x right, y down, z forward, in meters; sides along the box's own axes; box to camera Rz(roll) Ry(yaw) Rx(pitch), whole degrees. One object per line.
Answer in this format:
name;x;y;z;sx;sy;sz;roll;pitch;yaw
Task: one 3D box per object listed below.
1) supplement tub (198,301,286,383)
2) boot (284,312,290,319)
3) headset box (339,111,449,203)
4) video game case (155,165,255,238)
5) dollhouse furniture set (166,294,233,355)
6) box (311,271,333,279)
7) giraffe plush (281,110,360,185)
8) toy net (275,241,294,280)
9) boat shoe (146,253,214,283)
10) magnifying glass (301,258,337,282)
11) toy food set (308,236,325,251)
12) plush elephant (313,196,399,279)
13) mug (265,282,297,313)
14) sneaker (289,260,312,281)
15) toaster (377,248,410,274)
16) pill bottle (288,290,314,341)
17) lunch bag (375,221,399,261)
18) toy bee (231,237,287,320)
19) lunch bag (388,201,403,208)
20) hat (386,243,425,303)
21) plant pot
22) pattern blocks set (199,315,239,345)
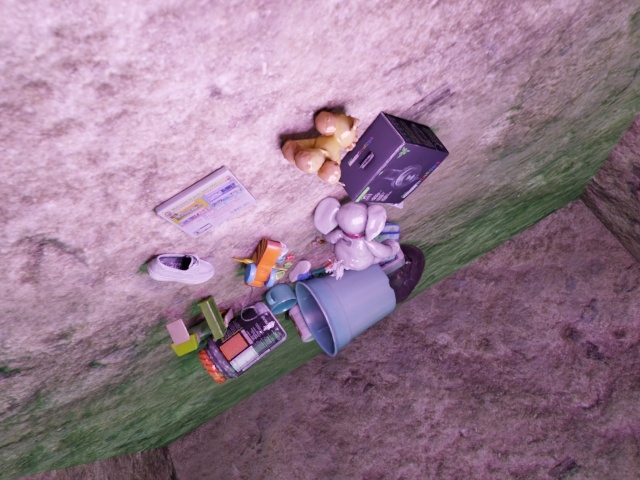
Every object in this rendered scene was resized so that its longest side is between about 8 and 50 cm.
supplement tub;-0.328;0.432;1.842;0.338;0.207;0.207;-36;158;-13
boot;-0.056;0.400;2.271;0.246;0.084;0.161;12;167;-9
headset box;0.214;-0.243;1.351;0.283;0.131;0.246;-2;143;-47
video game case;-0.301;-0.097;1.177;0.212;0.023;0.193;-30;157;2
dollhouse furniture set;-0.477;0.310;1.732;0.197;0.151;0.301;-23;-175;0
box;0.007;0.176;2.080;0.136;0.028;0.081;-20;154;-26
giraffe plush;0.024;-0.249;1.110;0.210;0.181;0.171;14;110;-45
toy net;-0.146;0.076;1.678;0.122;0.045;0.232;-21;155;-20
boat shoe;-0.411;0.081;1.335;0.081;0.079;0.227;-40;152;31
magnifying glass;0.006;0.146;1.996;0.231;0.026;0.092;-36;133;-3
toy food set;0.000;0.000;1.733;0.122;0.019;0.078;-29;158;-23
plush elephant;0.125;-0.043;1.518;0.330;0.271;0.256;-38;143;-55
mug;-0.178;0.243;1.907;0.129;0.097;0.158;-24;155;-14
sneaker;-0.064;0.128;1.858;0.084;0.058;0.152;-2;149;-38
toaster;0.294;0.067;2.020;0.185;0.168;0.110;-30;156;0
pill bottle;-0.078;0.358;2.089;0.131;0.229;0.131;-25;157;-12
lunch bag;0.247;0.003;1.855;0.219;0.090;0.176;-1;102;-47
toy bee;-0.236;0.105;1.545;0.195;0.162;0.298;37;100;-32
lunch bag;0.273;-0.157;1.652;0.053;0.083;0.071;-43;154;26
hat;0.344;0.140;2.129;0.331;0.331;0.134;-39;130;19
plant pot;0.115;0.260;1.860;0.334;0.341;0.341;-25;156;-20
pattern blocks set;-0.426;0.412;2.009;0.285;0.026;0.325;-39;163;20
